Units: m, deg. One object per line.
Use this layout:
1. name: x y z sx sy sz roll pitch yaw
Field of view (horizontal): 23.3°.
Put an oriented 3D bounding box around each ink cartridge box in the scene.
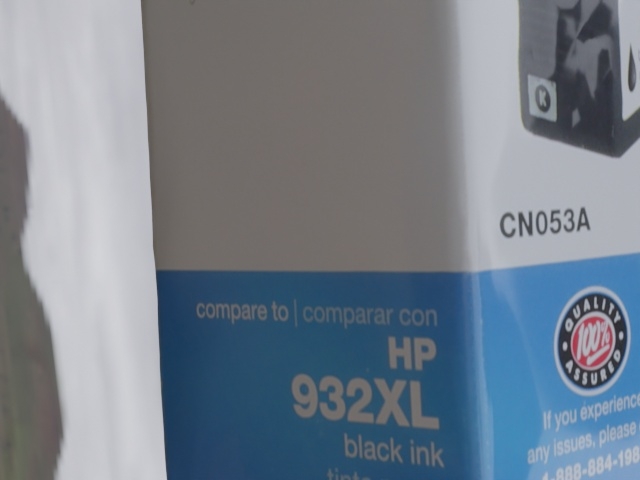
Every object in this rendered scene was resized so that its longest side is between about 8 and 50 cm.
1. ink cartridge box: 0.064 -0.082 0.498 0.129 0.223 0.307 -1 -87 45
